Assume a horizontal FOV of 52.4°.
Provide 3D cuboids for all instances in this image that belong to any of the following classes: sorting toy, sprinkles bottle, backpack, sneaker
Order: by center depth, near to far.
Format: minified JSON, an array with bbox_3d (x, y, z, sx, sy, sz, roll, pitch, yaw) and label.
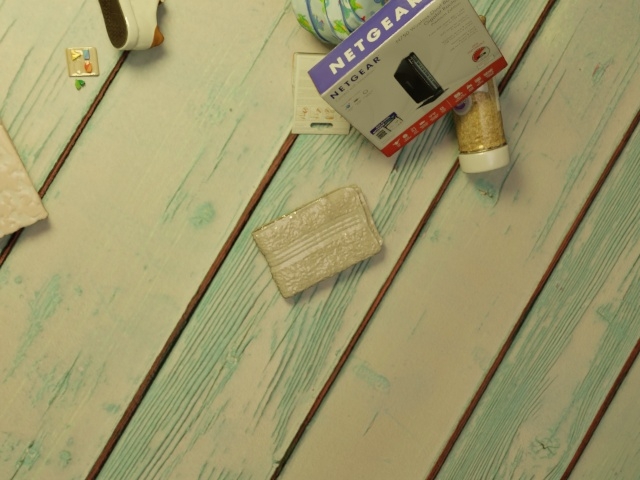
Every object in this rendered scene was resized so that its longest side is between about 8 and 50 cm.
[{"bbox_3d":[-0.391,-0.526,1.315,0.123,0.106,0.290,-17,97,-48],"label":"sneaker"},{"bbox_3d":[-0.489,-0.355,1.337,0.062,0.012,0.083,-7,100,-17],"label":"sorting toy"},{"bbox_3d":[0.073,-0.587,1.360,0.290,0.273,0.355,5,117,-53],"label":"backpack"},{"bbox_3d":[0.365,-0.344,1.552,0.121,0.121,0.355,-17,102,-15],"label":"sprinkles bottle"}]

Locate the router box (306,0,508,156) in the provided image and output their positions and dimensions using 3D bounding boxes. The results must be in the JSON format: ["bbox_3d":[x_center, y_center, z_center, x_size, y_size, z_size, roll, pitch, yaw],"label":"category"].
[{"bbox_3d":[0.189,-0.361,1.371,0.335,0.082,0.301,-37,145,18],"label":"router box"}]

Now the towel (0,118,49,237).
[{"bbox_3d":[-0.746,-0.119,1.247,0.332,0.053,0.317,-24,115,-12],"label":"towel"}]

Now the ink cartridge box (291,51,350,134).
[{"bbox_3d":[0.005,-0.336,1.492,0.145,0.045,0.179,-2,117,-18],"label":"ink cartridge box"}]

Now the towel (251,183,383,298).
[{"bbox_3d":[0.000,0.000,1.527,0.282,0.049,0.187,-28,105,-12],"label":"towel"}]
